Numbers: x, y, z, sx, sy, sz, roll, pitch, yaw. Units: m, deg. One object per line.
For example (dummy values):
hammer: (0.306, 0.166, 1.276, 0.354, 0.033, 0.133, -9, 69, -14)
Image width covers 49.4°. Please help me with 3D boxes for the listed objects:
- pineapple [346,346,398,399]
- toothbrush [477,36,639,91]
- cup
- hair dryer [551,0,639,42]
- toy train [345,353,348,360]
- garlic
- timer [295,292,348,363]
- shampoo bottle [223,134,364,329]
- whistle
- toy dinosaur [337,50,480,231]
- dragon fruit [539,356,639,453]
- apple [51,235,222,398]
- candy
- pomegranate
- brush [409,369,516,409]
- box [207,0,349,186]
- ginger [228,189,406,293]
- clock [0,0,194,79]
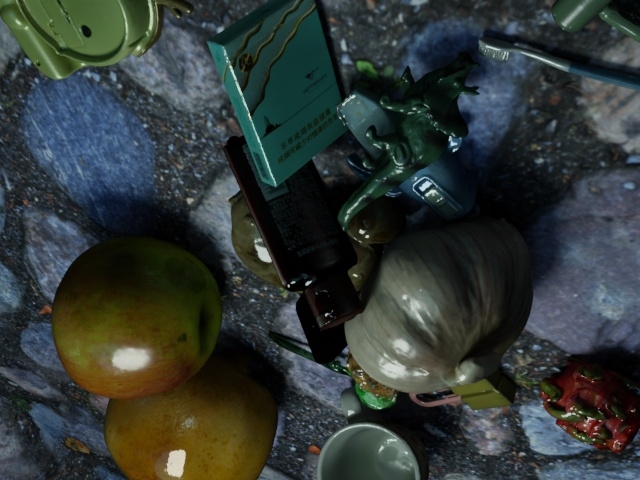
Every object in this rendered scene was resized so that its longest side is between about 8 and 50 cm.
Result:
pineapple: (0.142, 0.199, 1.316, 0.166, 0.166, 0.193, 38, 114, -13)
toothbrush: (0.330, -0.209, 0.866, 0.276, 0.019, 0.025, 18, 145, 11)
cup: (0.124, 0.476, 1.577, 0.227, 0.301, 0.257, -23, 165, 14)
hair dryer: (0.347, -0.254, 0.801, 0.150, 0.047, 0.071, 24, 144, -14)
toy train: (0.159, 0.243, 1.424, 0.252, 0.055, 0.048, 1, 134, 27)
garlic: (0.194, 0.100, 1.089, 0.241, 0.322, 0.322, 52, 141, 10)
timer: (0.010, 0.142, 1.338, 0.055, 0.144, 0.187, -7, 151, -28)
shampoo bottle: (-0.032, -0.026, 1.051, 0.323, 0.129, 0.084, 64, 160, 15)
whistle: (0.135, -0.124, 1.023, 0.269, 0.093, 0.180, 43, 131, -9)
toy dinosaur: (0.098, -0.136, 0.936, 0.292, 0.079, 0.120, -41, 98, 19)
dragon fruit: (0.479, 0.281, 1.226, 0.172, 0.167, 0.160, 29, 129, 31)
apple: (-0.362, 0.156, 1.410, 0.340, 0.339, 0.339, 15, 139, 14)
candy: (0.023, 0.270, 1.523, 0.324, 0.097, 0.097, 22, 141, 18)
pomegranate: (-0.291, 0.427, 1.644, 0.417, 0.416, 0.416, 15, 139, 14)
brush: (0.278, 0.309, 1.440, 0.103, 0.047, 0.233, 44, 139, -20)
box: (-0.049, -0.211, 0.965, 0.041, 0.162, 0.229, 27, 149, 40)
ginger: (0.000, 0.000, 1.190, 0.304, 0.155, 0.244, 1, 127, 17)
clock: (-0.336, -0.362, 1.009, 0.308, 0.096, 0.235, 0, 133, 27)
